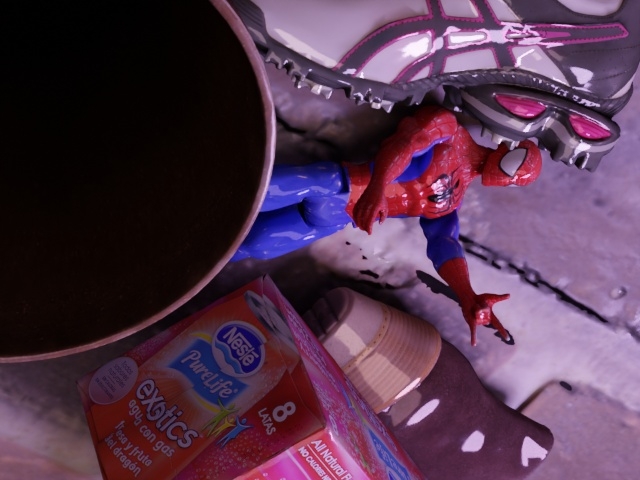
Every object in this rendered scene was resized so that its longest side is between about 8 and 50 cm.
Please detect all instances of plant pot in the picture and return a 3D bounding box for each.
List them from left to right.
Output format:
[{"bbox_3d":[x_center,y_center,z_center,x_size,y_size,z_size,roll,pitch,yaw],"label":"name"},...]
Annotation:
[{"bbox_3d":[-0.140,-0.103,0.741,0.215,0.230,0.215,-5,129,-6],"label":"plant pot"}]

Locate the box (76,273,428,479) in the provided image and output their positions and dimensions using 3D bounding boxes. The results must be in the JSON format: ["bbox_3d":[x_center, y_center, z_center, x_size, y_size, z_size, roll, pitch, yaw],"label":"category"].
[{"bbox_3d":[-0.015,0.155,0.969,0.128,0.122,0.257,-30,136,5],"label":"box"}]

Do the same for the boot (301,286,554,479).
[{"bbox_3d":[0.008,0.158,1.113,0.248,0.090,0.207,-42,122,15],"label":"boot"}]

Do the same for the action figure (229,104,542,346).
[{"bbox_3d":[0.000,0.000,0.965,0.280,0.139,0.091,-14,130,-5],"label":"action figure"}]

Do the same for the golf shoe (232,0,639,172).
[{"bbox_3d":[0.054,-0.127,0.911,0.273,0.105,0.120,12,109,-27],"label":"golf shoe"}]
